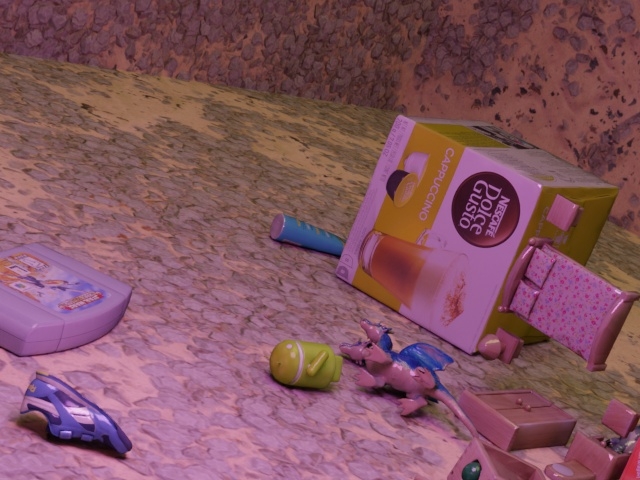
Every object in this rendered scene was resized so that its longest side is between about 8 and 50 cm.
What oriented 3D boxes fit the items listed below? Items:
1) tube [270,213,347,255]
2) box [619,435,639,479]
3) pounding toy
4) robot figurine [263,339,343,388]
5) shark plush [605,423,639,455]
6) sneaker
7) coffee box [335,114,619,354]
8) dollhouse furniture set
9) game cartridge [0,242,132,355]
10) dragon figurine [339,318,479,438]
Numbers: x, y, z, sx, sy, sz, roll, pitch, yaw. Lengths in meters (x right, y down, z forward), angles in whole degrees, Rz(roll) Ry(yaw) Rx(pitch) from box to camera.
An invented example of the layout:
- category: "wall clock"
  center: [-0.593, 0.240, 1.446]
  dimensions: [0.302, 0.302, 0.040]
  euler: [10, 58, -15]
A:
- category: "tube"
  center: [0.000, 0.000, 2.691]
  dimensions: [0.207, 0.052, 0.080]
  euler: [18, 21, -30]
- category: "box"
  center: [0.600, 0.340, 2.107]
  dimensions: [0.154, 0.142, 0.300]
  euler: [29, 18, 28]
- category: "pounding toy"
  center: [0.217, 0.331, 1.777]
  dimensions: [0.141, 0.100, 0.130]
  euler: [27, 14, -16]
- category: "robot figurine"
  center: [-0.024, 0.181, 1.994]
  dimensions: [0.115, 0.067, 0.101]
  euler: [10, 1, -31]
- category: "shark plush"
  center: [0.493, 0.338, 2.208]
  dimensions: [0.067, 0.073, 0.161]
  euler: [8, 27, 37]
- category: "sneaker"
  center: [-0.287, 0.213, 1.596]
  dimensions: [0.144, 0.059, 0.053]
  euler: [35, -17, -4]
- category: "coffee box"
  center: [0.300, -0.018, 2.571]
  dimensions: [0.334, 0.337, 0.338]
  euler: [30, 18, 31]
- category: "dollhouse furniture set"
  center: [0.370, 0.147, 2.071]
  dimensions: [0.174, 0.355, 0.303]
  euler: [3, 24, -46]
- category: "game cartridge"
  center: [-0.393, 0.080, 1.904]
  dimensions: [0.198, 0.062, 0.297]
  euler: [20, 15, 15]
- category: "dragon figurine"
  center: [0.147, 0.207, 2.090]
  dimensions: [0.289, 0.085, 0.144]
  euler: [25, 16, 21]
